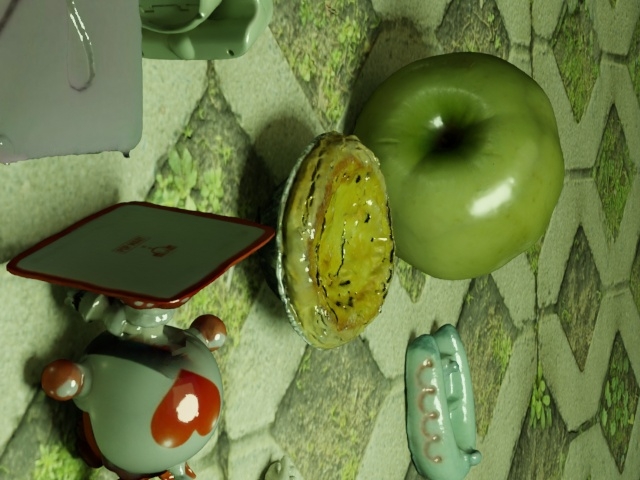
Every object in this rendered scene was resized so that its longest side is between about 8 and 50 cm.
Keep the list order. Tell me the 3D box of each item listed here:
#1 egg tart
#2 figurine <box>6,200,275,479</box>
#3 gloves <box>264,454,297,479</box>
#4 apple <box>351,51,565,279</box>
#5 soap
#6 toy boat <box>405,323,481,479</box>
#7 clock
[{"bbox_3d":[0.000,0.000,1.467,0.234,0.094,0.234,-13,105,-63],"label":"egg tart"},{"bbox_3d":[-0.139,0.108,1.156,0.183,0.160,0.226,-36,131,-57],"label":"figurine"},{"bbox_3d":[-0.042,0.252,1.444,0.081,0.037,0.044,-46,157,-67],"label":"gloves"},{"bbox_3d":[0.167,-0.088,1.659,0.279,0.279,0.279,-1,91,-63],"label":"apple"},{"bbox_3d":[-0.247,-0.190,0.969,0.296,0.107,0.285,-16,107,-61],"label":"soap"},{"bbox_3d":[0.167,0.216,1.819,0.134,0.079,0.207,-12,100,-65],"label":"toy boat"},{"bbox_3d":[-0.135,-0.235,1.141,0.062,0.151,0.191,-57,136,-32],"label":"clock"}]
